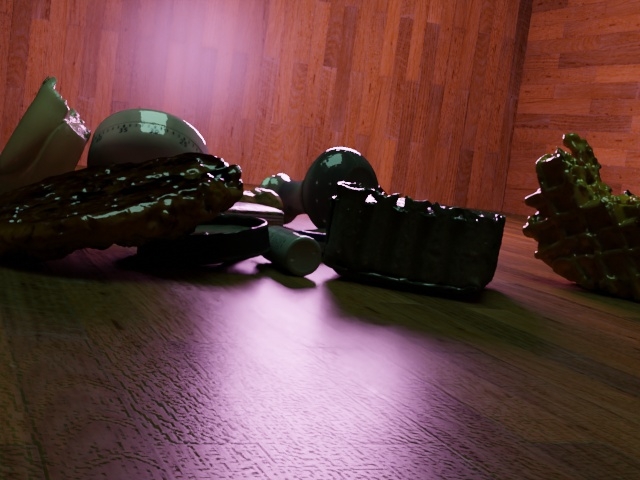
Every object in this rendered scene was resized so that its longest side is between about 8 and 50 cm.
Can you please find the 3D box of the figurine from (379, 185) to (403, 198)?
[{"bbox_3d":[0.103,-0.077,2.081,0.174,0.116,0.240,4,7,-24],"label":"figurine"}]

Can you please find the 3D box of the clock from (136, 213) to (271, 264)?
[{"bbox_3d":[-0.160,-0.005,1.261,0.184,0.040,0.184,-1,11,0],"label":"clock"}]

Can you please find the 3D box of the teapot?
[{"bbox_3d":[-0.008,-0.091,1.891,0.183,0.184,0.251,2,-3,-44],"label":"teapot"}]

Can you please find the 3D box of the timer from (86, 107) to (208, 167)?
[{"bbox_3d":[-0.331,-0.165,1.794,0.233,0.240,0.233,2,-37,2],"label":"timer"}]

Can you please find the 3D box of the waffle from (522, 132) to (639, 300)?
[{"bbox_3d":[0.497,-0.039,1.500,0.151,0.261,0.324,-9,13,-44],"label":"waffle"}]

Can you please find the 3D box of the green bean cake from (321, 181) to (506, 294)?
[{"bbox_3d":[0.139,-0.004,1.337,0.241,0.132,0.255,9,4,12],"label":"green bean cake"}]

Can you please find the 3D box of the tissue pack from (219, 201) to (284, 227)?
[{"bbox_3d":[-0.152,-0.037,1.635,0.148,0.060,0.108,3,6,-45],"label":"tissue pack"}]

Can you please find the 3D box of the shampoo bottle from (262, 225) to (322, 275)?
[{"bbox_3d":[-0.056,0.008,1.327,0.056,0.056,0.195,5,6,-21],"label":"shampoo bottle"}]

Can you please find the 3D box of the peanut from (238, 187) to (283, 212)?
[{"bbox_3d":[-0.154,-0.062,1.790,0.089,0.089,0.192,12,7,41],"label":"peanut"}]

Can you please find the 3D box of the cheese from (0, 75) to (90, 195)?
[{"bbox_3d":[-0.493,-0.167,1.655,0.127,0.233,0.266,29,-1,-18],"label":"cheese"}]

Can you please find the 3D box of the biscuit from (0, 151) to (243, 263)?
[{"bbox_3d":[-0.261,-0.037,1.153,0.334,0.081,0.289,-17,18,-30],"label":"biscuit"}]

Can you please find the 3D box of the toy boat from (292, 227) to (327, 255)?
[{"bbox_3d":[0.000,0.000,1.536,0.080,0.046,0.229,10,7,18],"label":"toy boat"}]
